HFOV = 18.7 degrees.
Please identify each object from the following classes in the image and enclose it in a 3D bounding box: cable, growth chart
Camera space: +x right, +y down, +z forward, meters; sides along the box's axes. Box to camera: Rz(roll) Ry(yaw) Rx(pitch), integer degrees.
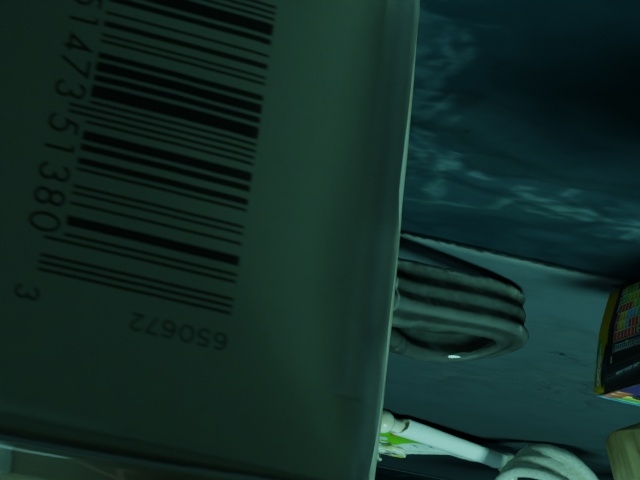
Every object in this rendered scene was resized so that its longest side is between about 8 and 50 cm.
[{"bbox_3d":[0.000,0.000,0.752,0.287,0.072,0.139,5,159,-45],"label":"cable"},{"bbox_3d":[0.031,0.150,1.472,0.172,0.021,0.237,19,165,-32],"label":"growth chart"}]

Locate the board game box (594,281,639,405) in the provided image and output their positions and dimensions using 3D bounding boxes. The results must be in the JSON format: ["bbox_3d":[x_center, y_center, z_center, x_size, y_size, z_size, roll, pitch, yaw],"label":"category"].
[{"bbox_3d":[0.209,0.048,0.745,0.170,0.048,0.141,13,166,-10],"label":"board game box"}]

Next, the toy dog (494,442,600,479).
[{"bbox_3d":[0.291,0.250,1.394,0.333,0.220,0.161,12,-157,30],"label":"toy dog"}]

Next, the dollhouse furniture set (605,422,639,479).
[{"bbox_3d":[0.184,0.147,0.365,0.394,0.256,0.362,-15,178,-22],"label":"dollhouse furniture set"}]

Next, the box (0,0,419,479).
[{"bbox_3d":[-0.086,0.033,0.522,0.121,0.148,0.311,13,156,-14],"label":"box"}]
